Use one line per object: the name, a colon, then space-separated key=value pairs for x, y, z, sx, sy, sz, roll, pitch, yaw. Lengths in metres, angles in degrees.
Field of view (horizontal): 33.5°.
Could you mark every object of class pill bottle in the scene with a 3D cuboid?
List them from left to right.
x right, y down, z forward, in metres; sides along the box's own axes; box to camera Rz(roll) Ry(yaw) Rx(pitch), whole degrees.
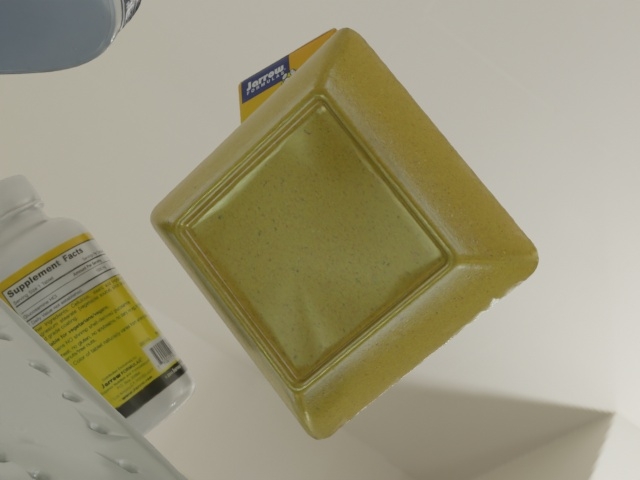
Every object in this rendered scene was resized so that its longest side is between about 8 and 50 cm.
pill bottle: x=-0.314 y=0.097 z=1.262 sx=0.188 sy=0.334 sz=0.188 roll=-36 pitch=180 yaw=0

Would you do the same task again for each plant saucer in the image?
plant saucer: x=0.000 y=0.000 z=1.125 sx=0.332 sy=0.333 sz=0.081 roll=-42 pitch=170 yaw=19

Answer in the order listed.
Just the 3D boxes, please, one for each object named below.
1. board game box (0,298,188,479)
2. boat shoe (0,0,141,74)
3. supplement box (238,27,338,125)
board game box: x=-0.267 y=0.070 z=0.497 sx=0.390 sy=0.390 sz=0.050 roll=30 pitch=-82 yaw=44
boat shoe: x=-0.185 y=-0.116 z=0.444 sx=0.084 sy=0.258 sz=0.095 roll=-70 pitch=160 yaw=-45
supplement box: x=0.015 y=-0.099 z=1.589 sx=0.195 sy=0.194 sz=0.357 roll=-26 pitch=-129 yaw=26
